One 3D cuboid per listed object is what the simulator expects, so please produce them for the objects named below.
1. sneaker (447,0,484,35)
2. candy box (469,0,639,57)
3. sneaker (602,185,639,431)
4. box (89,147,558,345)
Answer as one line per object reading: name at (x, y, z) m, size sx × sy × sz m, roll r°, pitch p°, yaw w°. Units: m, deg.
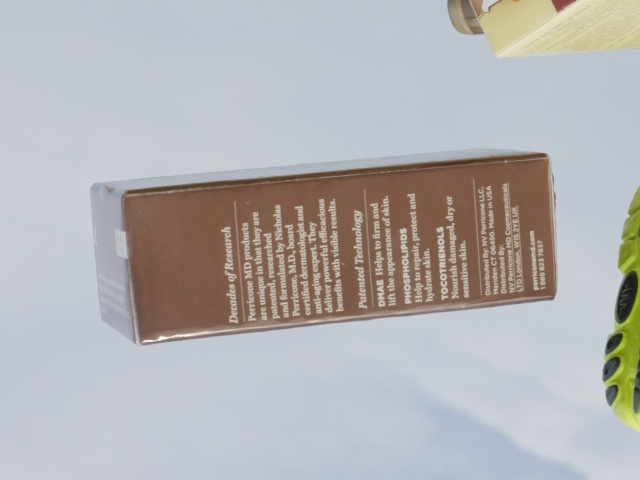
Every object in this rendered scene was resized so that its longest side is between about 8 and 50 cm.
sneaker at (0.172, -0.237, 1.543) m, size 0.071 × 0.066 × 0.188 m, roll -1°, pitch -134°, yaw 35°
candy box at (0.196, -0.217, 1.150) m, size 0.316 × 0.182 × 0.087 m, roll -10°, pitch 164°, yaw -46°
sneaker at (0.334, 0.037, 1.648) m, size 0.124 × 0.295 × 0.109 m, roll 23°, pitch 166°, yaw -28°
box at (0.000, 0.000, 1.640) m, size 0.382 × 0.143 × 0.191 m, roll -4°, pitch -175°, yaw -15°
